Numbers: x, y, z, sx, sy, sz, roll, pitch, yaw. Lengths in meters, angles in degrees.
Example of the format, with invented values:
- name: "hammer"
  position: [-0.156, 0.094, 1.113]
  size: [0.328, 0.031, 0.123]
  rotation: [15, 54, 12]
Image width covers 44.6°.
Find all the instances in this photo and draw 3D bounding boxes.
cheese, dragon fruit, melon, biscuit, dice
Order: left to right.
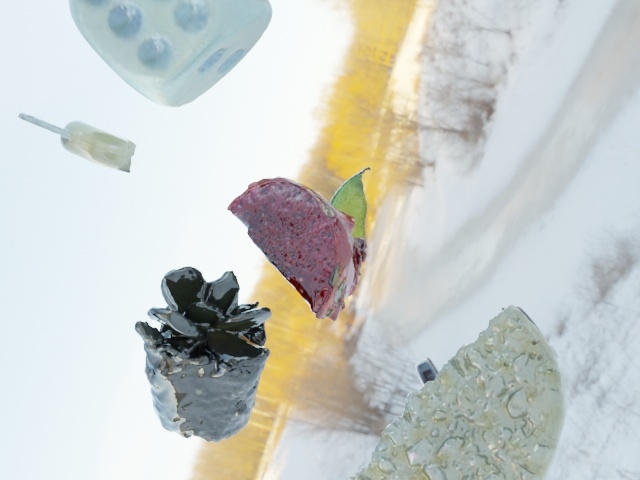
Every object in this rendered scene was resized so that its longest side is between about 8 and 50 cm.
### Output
- name: "cheese"
  position: [-0.492, -0.208, 1.592]
  size: [0.071, 0.248, 0.163]
  rotation: [-67, 24, 2]
- name: "dice"
  position: [-0.266, -0.421, 1.412]
  size: [0.264, 0.268, 0.262]
  rotation: [-41, 3, 16]
- name: "dragon fruit"
  position: [0.000, 0.000, 1.246]
  size: [0.134, 0.262, 0.211]
  rotation: [-48, -27, 9]
- name: "melon"
  position: [0.047, -0.022, 1.520]
  size: [0.053, 0.114, 0.262]
  rotation: [21, -95, -67]
- name: "biscuit"
  position: [0.178, 0.226, 0.895]
  size: [0.281, 0.179, 0.084]
  rotation: [-42, -9, -10]

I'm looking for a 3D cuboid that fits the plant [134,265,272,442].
- name: "plant"
  position: [-0.176, 0.167, 1.220]
  size: [0.188, 0.198, 0.276]
  rotation: [-85, 3, -53]

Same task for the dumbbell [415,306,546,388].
- name: "dumbbell"
  position: [0.285, 0.222, 1.344]
  size: [0.225, 0.140, 0.124]
  rotation: [-29, 15, 2]
